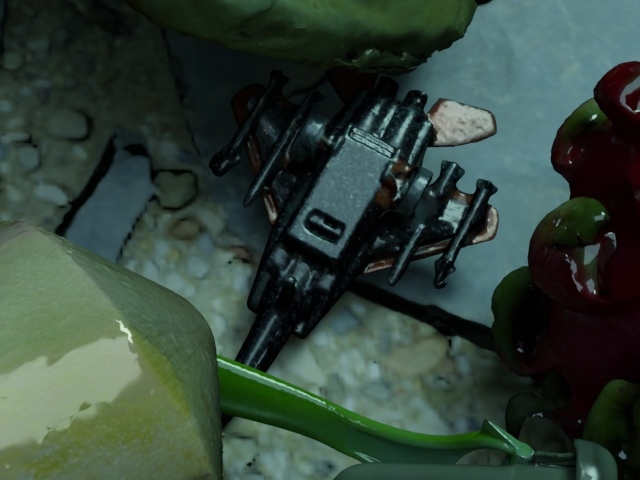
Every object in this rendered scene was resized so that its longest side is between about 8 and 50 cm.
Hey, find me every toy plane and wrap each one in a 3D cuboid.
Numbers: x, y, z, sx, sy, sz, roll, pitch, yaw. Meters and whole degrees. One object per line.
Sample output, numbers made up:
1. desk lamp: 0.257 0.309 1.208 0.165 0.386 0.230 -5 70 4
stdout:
1. toy plane: 0.001 -0.002 0.645 0.130 0.061 0.189 28 57 3

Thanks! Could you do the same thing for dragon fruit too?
1. dragon fruit: 0.191 0.048 0.584 0.273 0.198 0.218 46 51 14

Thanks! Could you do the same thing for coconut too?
1. coconut: -0.105 0.067 0.529 0.152 0.147 0.147 -27 69 -25

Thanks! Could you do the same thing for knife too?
1. knife: -0.003 0.075 0.591 0.166 0.078 0.022 22 27 8

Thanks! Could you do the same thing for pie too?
1. pie: -0.047 -0.181 0.681 0.306 0.071 0.306 23 36 -18

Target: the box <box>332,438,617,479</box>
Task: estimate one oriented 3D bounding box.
1. box: 0.044 0.147 0.510 0.093 0.172 0.124 5 56 7
